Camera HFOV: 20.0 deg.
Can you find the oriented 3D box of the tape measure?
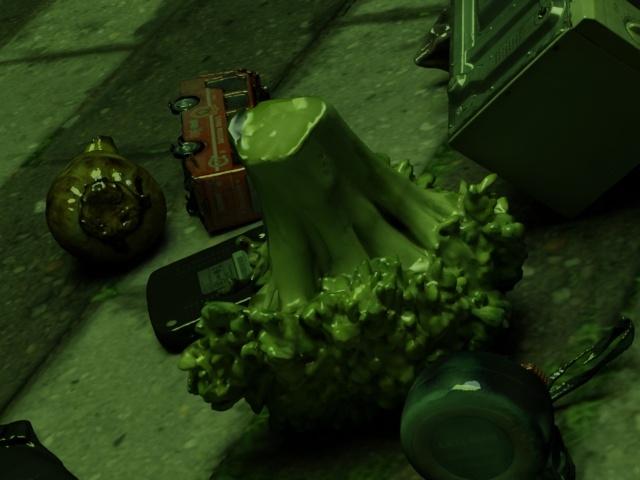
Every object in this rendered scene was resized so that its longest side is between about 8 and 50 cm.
[{"bbox_3d":[0.125,0.087,1.191,0.104,0.107,0.180,-3,35,37],"label":"tape measure"}]

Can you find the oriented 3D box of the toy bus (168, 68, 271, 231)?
[{"bbox_3d":[-0.090,-0.089,1.700,0.096,0.073,0.235,-10,29,1],"label":"toy bus"}]

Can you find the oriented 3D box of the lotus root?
[{"bbox_3d":[-0.199,-0.041,1.667,0.108,0.094,0.190,0,17,-10],"label":"lotus root"}]

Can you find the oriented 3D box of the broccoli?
[{"bbox_3d":[0.000,0.000,1.284,0.263,0.243,0.247,-27,41,-1],"label":"broccoli"}]

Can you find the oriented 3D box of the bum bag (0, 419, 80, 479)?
[{"bbox_3d":[-0.242,0.184,1.321,0.123,0.060,0.248,-31,29,-17],"label":"bum bag"}]

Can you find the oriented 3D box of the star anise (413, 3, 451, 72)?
[{"bbox_3d":[0.194,-0.206,1.682,0.231,0.089,0.209,-21,29,3],"label":"star anise"}]

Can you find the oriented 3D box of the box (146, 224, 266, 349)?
[{"bbox_3d":[-0.085,0.037,1.510,0.125,0.027,0.126,-22,27,-1],"label":"box"}]

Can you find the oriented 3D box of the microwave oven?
[{"bbox_3d":[0.194,-0.168,1.455,0.194,0.145,0.240,-40,30,35],"label":"microwave oven"}]
